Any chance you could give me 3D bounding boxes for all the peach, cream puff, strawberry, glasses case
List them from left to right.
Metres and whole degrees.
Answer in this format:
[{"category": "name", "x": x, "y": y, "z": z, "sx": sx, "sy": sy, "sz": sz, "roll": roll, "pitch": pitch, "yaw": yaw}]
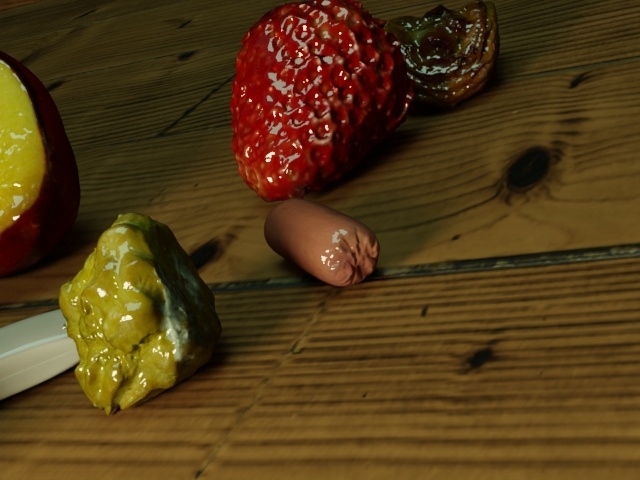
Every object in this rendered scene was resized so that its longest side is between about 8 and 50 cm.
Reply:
[{"category": "peach", "x": -0.377, "y": -0.074, "z": 1.321, "sx": 0.248, "sy": 0.274, "sz": 0.245, "roll": -45, "pitch": -28, "yaw": 17}, {"category": "glasses case", "x": -0.283, "y": 0.109, "z": 1.047, "sx": 0.193, "sy": 0.049, "sz": 0.074, "roll": -21, "pitch": 22, "yaw": -10}, {"category": "cream puff", "x": -0.152, "y": 0.061, "z": 0.964, "sx": 0.116, "sy": 0.146, "sz": 0.146, "roll": -33, "pitch": 19, "yaw": 11}, {"category": "strawberry", "x": -0.012, "y": -0.136, "z": 1.301, "sx": 0.205, "sy": 0.205, "sz": 0.244, "roll": -7, "pitch": 46, "yaw": 26}]

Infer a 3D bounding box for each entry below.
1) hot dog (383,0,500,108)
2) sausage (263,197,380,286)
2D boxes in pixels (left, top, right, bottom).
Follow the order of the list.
[{"category": "hot dog", "x": 0.148, "y": -0.233, "z": 1.476, "sx": 0.160, "sy": 0.099, "sz": 0.227, "roll": -16, "pitch": 24, "yaw": 7}, {"category": "sausage", "x": 0.000, "y": 0.000, "z": 1.070, "sx": 0.062, "sy": 0.062, "sz": 0.154, "roll": -25, "pitch": 22, "yaw": -18}]
